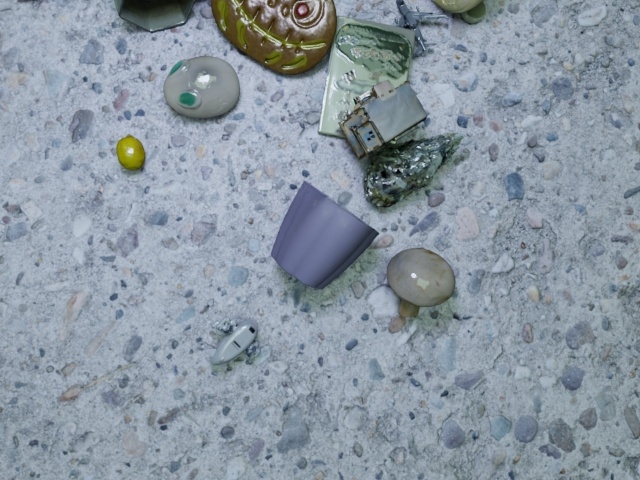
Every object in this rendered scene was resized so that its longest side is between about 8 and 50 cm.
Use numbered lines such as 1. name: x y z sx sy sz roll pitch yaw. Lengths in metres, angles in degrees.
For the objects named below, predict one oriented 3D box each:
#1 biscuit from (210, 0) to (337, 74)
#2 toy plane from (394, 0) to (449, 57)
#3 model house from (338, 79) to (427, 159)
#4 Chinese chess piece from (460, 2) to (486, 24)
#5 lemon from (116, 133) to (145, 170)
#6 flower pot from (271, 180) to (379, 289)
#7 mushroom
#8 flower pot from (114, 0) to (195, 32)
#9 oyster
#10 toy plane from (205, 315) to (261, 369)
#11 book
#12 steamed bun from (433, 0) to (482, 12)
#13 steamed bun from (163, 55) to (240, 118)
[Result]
1. biscuit: -0.131 -0.711 1.330 0.394 0.070 0.350 26 110 -6
2. toy plane: 0.301 -0.713 1.457 0.226 0.058 0.226 -25 88 8
3. model house: 0.152 -0.348 1.317 0.271 0.206 0.178 -39 99 -35
4. Chinese chess piece: 0.517 -0.779 1.498 0.084 0.034 0.084 1 82 -6
5. lemon: -0.563 -0.262 1.312 0.082 0.082 0.110 -14 83 -7
6. flower pot: 0.000 0.000 1.276 0.265 0.265 0.243 33 93 -2
7. mushroom: 0.292 0.137 1.332 0.207 0.207 0.215 9 118 -5
8. flower pot: -0.499 -0.765 1.297 0.209 0.239 0.189 -16 85 -34
9. oyster: 0.284 -0.237 1.377 0.351 0.158 0.162 -29 123 5
10. toy plane: -0.255 0.299 1.296 0.174 0.080 0.174 -3 99 -18
11. book: 0.147 -0.503 1.407 0.260 0.043 0.371 9 92 -5
12. steamed bun: 0.478 -0.844 1.410 0.232 0.166 0.273 -37 47 -13
13. steamed bun: -0.358 -0.465 1.328 0.228 0.131 0.177 -14 89 -9
